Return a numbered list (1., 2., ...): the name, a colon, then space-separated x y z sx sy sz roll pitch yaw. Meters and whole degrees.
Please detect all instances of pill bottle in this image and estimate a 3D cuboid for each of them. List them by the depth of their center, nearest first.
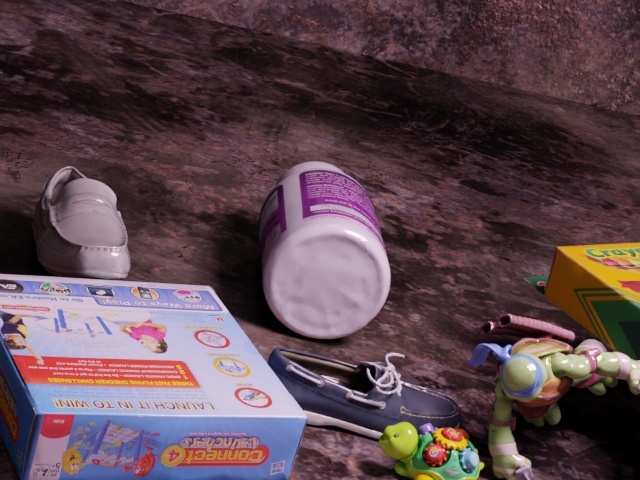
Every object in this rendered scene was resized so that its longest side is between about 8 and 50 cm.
1. pill bottle: 0.000 0.000 2.116 0.169 0.169 0.301 13 22 -9

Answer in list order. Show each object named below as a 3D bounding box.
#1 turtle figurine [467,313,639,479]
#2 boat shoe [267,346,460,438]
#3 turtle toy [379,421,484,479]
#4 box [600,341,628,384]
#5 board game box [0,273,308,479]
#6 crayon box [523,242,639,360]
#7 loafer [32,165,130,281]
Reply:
1. turtle figurine: 0.298 0.211 1.825 0.275 0.197 0.266 26 7 15
2. boat shoe: 0.053 0.178 1.837 0.255 0.079 0.095 13 21 -11
3. turtle toy: 0.127 0.243 1.750 0.130 0.066 0.095 11 22 -15
4. box: 0.471 0.140 2.165 0.072 0.137 0.126 -9 33 -44
5. board game box: -0.215 0.148 1.701 0.308 0.086 0.302 5 24 -29
6. crayon box: 0.435 0.082 1.996 0.202 0.081 0.318 -3 26 -30
7. loafer: -0.305 -0.022 1.945 0.112 0.111 0.319 6 11 -23
